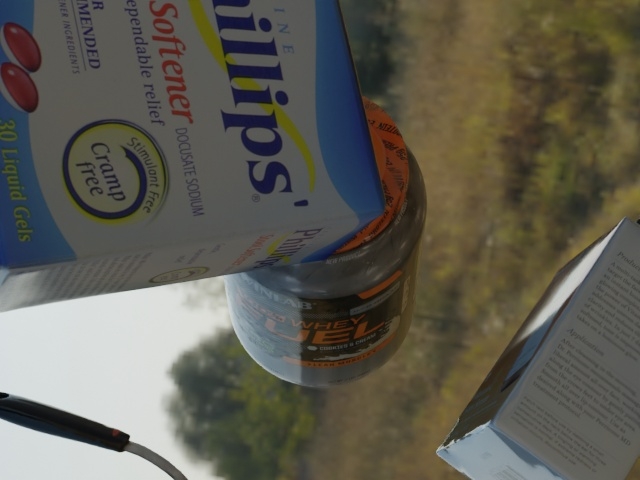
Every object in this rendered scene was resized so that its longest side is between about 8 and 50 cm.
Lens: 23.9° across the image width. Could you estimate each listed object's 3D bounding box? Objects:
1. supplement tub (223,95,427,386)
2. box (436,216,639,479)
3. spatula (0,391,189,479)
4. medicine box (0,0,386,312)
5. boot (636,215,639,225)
[{"bbox_3d":[0.000,0.000,1.419,0.316,0.194,0.193,87,-170,-64],"label":"supplement tub"},{"bbox_3d":[0.172,0.090,0.996,0.170,0.091,0.130,-53,-1,-21],"label":"box"},{"bbox_3d":[-0.136,0.179,1.207,0.084,0.296,0.030,-62,-4,-75],"label":"spatula"},{"bbox_3d":[-0.130,-0.106,1.135,0.149,0.289,0.263,142,117,-67],"label":"medicine box"},{"bbox_3d":[0.311,0.034,1.217,0.077,0.137,0.198,-17,-44,-57],"label":"boot"}]
